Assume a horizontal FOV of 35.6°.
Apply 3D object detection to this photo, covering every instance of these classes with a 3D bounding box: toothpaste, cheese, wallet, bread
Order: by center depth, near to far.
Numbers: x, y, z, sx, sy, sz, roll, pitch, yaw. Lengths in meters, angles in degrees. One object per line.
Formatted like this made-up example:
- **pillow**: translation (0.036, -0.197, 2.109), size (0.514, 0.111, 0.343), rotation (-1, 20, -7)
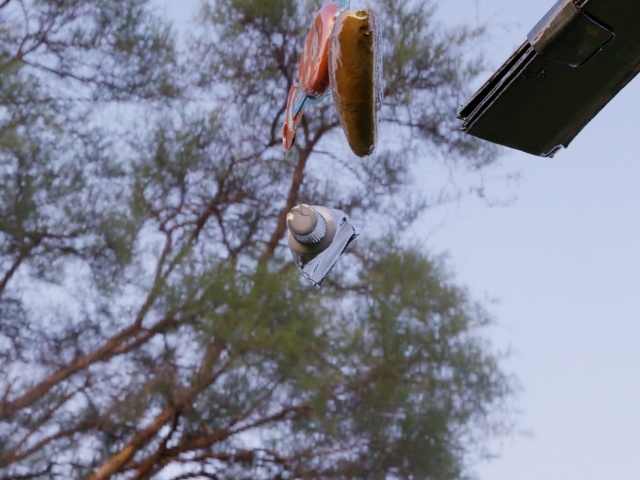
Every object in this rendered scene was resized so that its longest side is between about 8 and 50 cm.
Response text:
- **bread**: translation (0.034, -0.144, 0.925), size (0.054, 0.154, 0.135), rotation (-3, -79, 7)
- **wallet**: translation (0.301, -0.212, 1.069), size (0.169, 0.044, 0.317), rotation (8, -42, -38)
- **cheese**: translation (-0.008, -0.181, 1.099), size (0.037, 0.106, 0.256), rotation (9, -23, -15)
- **toothpaste**: translation (0.002, -0.001, 1.407), size (0.099, 0.068, 0.282), rotation (-26, -14, 4)
